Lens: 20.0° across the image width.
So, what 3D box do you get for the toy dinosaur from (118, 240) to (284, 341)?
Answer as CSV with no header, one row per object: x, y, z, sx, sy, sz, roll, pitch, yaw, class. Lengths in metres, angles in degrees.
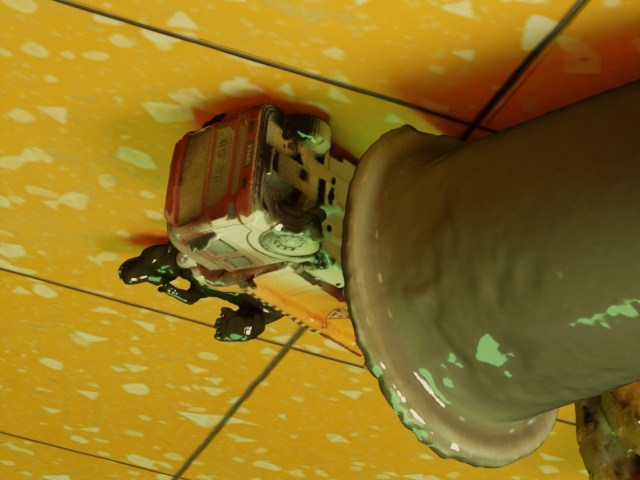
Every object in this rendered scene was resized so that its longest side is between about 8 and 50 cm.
-0.068,0.025,1.560,0.187,0.087,0.179,24,-167,7,toy dinosaur

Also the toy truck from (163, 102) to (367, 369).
0.000,0.000,1.371,0.135,0.114,0.270,-15,147,35,toy truck

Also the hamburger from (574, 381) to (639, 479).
0.347,0.165,1.465,0.309,0.211,0.132,10,151,5,hamburger

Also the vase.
0.193,0.004,1.163,0.291,0.245,0.245,-20,142,40,vase
